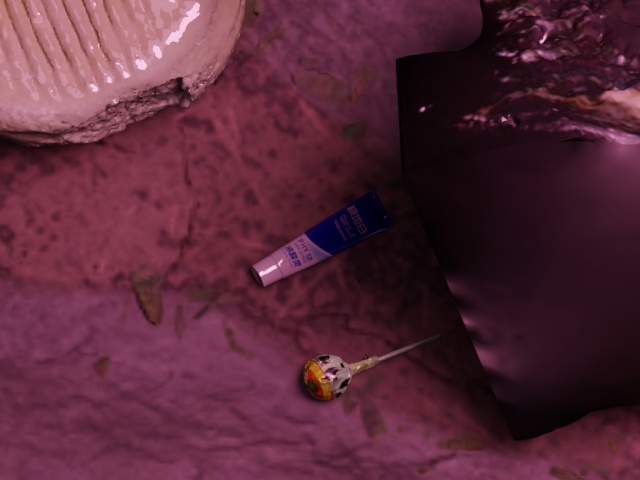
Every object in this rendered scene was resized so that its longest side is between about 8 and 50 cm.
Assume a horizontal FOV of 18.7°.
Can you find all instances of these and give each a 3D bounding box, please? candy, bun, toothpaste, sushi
[{"bbox_3d":[0.029,0.064,1.065,0.083,0.023,0.025,-22,65,-15],"label":"candy"},{"bbox_3d":[-0.140,-0.158,1.054,0.221,0.108,0.221,0,82,3],"label":"bun"},{"bbox_3d":[0.000,0.000,1.078,0.083,0.015,0.024,-28,89,-14],"label":"toothpaste"},{"bbox_3d":[0.176,-0.052,1.003,0.227,0.215,0.212,-14,46,12],"label":"sushi"}]
